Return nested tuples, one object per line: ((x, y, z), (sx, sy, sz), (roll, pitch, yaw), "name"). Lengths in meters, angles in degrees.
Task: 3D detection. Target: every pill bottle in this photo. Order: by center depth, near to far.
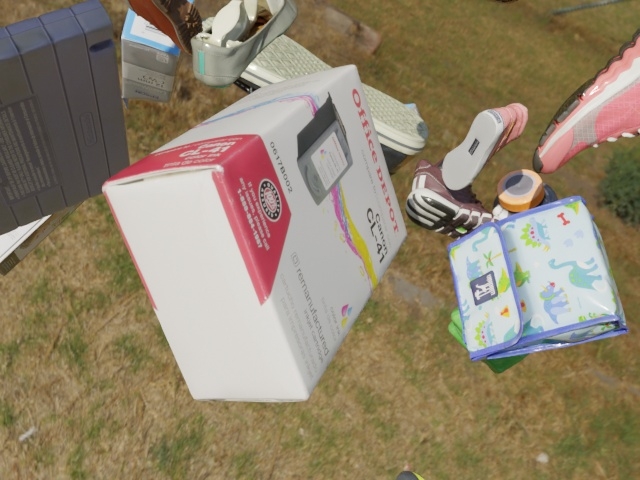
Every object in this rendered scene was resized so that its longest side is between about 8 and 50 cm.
((0.427, -0.036, 1.388), (0.130, 0.246, 0.130), (-15, 49, 18), "pill bottle")

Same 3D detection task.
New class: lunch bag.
((0.207, 0.043, 0.674), (0.096, 0.151, 0.129), (28, 49, -54), "lunch bag")

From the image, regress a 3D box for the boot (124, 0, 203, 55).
((-0.238, -0.343, 1.027), (0.084, 0.158, 0.059), (10, 65, 26), "boot")

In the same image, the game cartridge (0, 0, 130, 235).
((-0.373, -0.144, 0.892), (0.230, 0.355, 0.068), (-23, 70, -21), "game cartridge")

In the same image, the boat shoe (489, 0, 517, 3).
((0.208, -0.325, 0.804), (0.307, 0.104, 0.111), (1, 77, 16), "boat shoe")

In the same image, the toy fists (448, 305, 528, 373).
((0.340, 0.101, 1.152), (0.142, 0.279, 0.096), (44, 34, -1), "toy fists")

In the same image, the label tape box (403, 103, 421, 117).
((0.073, -0.218, 1.717), (0.333, 0.240, 0.106), (-42, 119, -31), "label tape box")

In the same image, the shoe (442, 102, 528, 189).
((0.267, -0.150, 1.102), (0.081, 0.178, 0.063), (-20, 66, -28), "shoe")

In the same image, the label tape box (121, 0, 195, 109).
((-0.323, -0.426, 1.380), (0.115, 0.347, 0.249), (14, 76, -12), "label tape box")

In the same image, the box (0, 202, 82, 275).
((-0.541, -0.098, 1.246), (0.169, 0.087, 0.290), (40, 68, -2), "box")

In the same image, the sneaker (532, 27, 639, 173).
((0.420, -0.179, 0.908), (0.136, 0.314, 0.116), (44, 34, 3), "sneaker")

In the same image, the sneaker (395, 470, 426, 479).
((0.119, 0.507, 1.054), (0.121, 0.111, 0.300), (14, 55, -9), "sneaker")

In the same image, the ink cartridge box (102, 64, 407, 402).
((-0.038, -0.022, 0.674), (0.306, 0.131, 0.226), (-50, 126, -52), "ink cartridge box")

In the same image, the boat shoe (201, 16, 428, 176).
((-0.035, -0.266, 1.316), (0.500, 0.156, 0.187), (27, 39, -9), "boat shoe")

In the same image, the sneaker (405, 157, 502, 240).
((0.286, -0.071, 1.274), (0.281, 0.106, 0.163), (28, 51, -25), "sneaker")

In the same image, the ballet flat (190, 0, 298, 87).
((-0.082, -0.258, 0.794), (0.072, 0.068, 0.213), (15, 49, 16), "ballet flat")
